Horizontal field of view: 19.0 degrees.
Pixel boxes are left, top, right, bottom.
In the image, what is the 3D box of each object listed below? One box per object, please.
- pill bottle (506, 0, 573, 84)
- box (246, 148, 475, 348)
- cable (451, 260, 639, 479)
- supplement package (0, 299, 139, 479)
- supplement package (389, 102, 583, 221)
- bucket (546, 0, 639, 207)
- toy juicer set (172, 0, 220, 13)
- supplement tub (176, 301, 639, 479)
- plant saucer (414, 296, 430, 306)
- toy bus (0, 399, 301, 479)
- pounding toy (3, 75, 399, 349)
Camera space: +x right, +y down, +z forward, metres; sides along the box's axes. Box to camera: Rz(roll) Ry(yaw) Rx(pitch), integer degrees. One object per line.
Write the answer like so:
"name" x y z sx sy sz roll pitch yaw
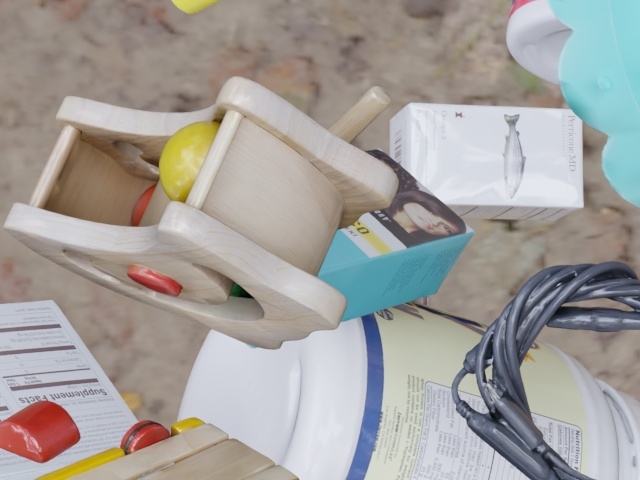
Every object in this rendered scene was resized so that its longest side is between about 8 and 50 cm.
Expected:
"pill bottle" 0.186 -0.199 1.245 0.108 0.108 0.180 3 67 22
"box" 0.000 0.000 1.266 0.100 0.244 0.060 42 116 19
"cable" 0.187 0.102 1.231 0.184 0.047 0.150 39 93 -1
"supplement package" -0.276 0.184 1.288 0.145 0.204 0.262 52 120 24
"supplement package" 0.167 -0.079 1.937 0.179 0.105 0.105 1 83 -10
"bucket" 0.271 -0.136 0.987 0.183 0.281 0.281 -6 88 57
"toy juicer set" -0.213 -0.415 2.118 0.089 0.329 0.209 -33 34 36
"supplement tub" 0.077 0.170 1.454 0.235 0.325 0.235 -38 43 46
"plant saucer" 0.008 0.052 1.606 0.168 0.029 0.168 -1 74 4
"toy bus" -0.101 0.167 0.927 0.202 0.191 0.104 2 114 4
"pounding toy" -0.055 -0.044 0.959 0.154 0.269 0.154 26 77 -11
